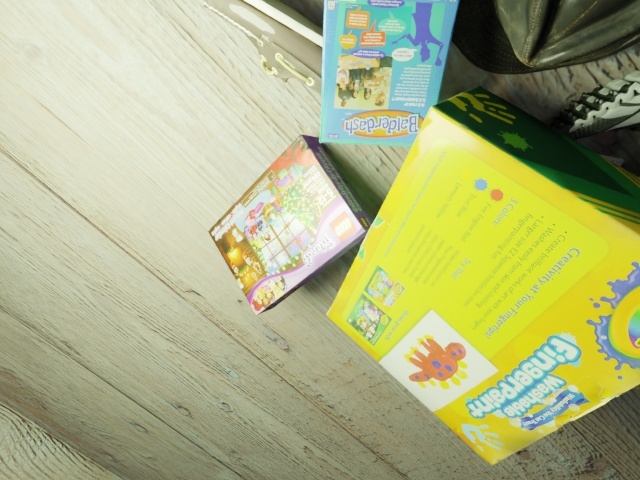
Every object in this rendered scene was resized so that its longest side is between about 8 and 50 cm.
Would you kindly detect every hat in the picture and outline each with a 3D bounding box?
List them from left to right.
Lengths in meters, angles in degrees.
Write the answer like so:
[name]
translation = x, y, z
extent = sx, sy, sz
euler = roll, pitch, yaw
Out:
[hat]
translation = 0.287, -0.281, 0.446
extent = 0.331, 0.134, 0.331
euler = 9, 152, 5

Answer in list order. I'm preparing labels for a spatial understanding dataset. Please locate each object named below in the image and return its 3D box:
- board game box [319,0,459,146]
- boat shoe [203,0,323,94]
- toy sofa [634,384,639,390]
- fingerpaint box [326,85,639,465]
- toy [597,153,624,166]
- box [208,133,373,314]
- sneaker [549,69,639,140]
[board game box]
translation = 0.081, -0.229, 0.541
extent = 0.160, 0.047, 0.210
euler = 4, 129, 1
[boat shoe]
translation = -0.030, -0.277, 0.613
extent = 0.324, 0.116, 0.097
euler = 25, 120, -10
[toy sofa]
translation = 0.503, 0.024, 0.605
extent = 0.150, 0.177, 0.363
euler = -11, 124, -18
[fingerpaint box]
translation = 0.249, 0.072, 0.614
extent = 0.371, 0.163, 0.445
euler = 40, 137, 19
[toy]
translation = 0.324, -0.087, 0.660
extent = 0.237, 0.056, 0.137
euler = 14, 145, 7
[box]
translation = -0.065, -0.020, 0.759
extent = 0.293, 0.057, 0.201
euler = -40, 77, 30
[sneaker]
translation = 0.448, -0.186, 0.577
extent = 0.234, 0.078, 0.106
euler = -32, 107, 25
